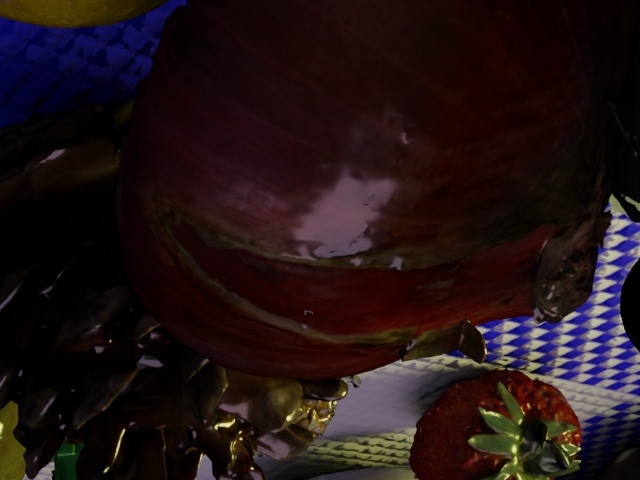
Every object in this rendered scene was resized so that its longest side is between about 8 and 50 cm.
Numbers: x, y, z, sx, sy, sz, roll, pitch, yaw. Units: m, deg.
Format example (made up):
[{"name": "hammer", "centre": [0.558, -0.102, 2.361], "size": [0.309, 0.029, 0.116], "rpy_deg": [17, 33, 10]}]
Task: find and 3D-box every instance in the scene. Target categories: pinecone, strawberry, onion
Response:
[{"name": "pinecone", "centre": [-0.086, 0.034, 0.628], "size": [0.184, 0.204, 0.179], "rpy_deg": [1, 156, -42]}, {"name": "strawberry", "centre": [0.130, 0.154, 1.040], "size": [0.131, 0.148, 0.131], "rpy_deg": [-7, 111, -19]}, {"name": "onion", "centre": [0.032, -0.055, 0.478], "size": [0.161, 0.248, 0.248], "rpy_deg": [23, 147, -3]}]

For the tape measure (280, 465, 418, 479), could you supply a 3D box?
[{"name": "tape measure", "centre": [0.021, 0.259, 1.172], "size": [0.236, 0.120, 0.197], "rpy_deg": [0, 157, -28]}]

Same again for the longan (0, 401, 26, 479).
[{"name": "longan", "centre": [-0.246, 0.111, 0.809], "size": [0.155, 0.176, 0.145], "rpy_deg": [17, 113, 9]}]

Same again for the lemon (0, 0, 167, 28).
[{"name": "lemon", "centre": [-0.088, -0.124, 0.437], "size": [0.133, 0.109, 0.109], "rpy_deg": [-7, 156, -38]}]

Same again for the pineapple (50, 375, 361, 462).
[{"name": "pineapple", "centre": [-0.082, 0.112, 0.899], "size": [0.221, 0.083, 0.103], "rpy_deg": [-12, -169, -3]}]

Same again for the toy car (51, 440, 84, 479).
[{"name": "toy car", "centre": [-0.120, 0.079, 0.752], "size": [0.071, 0.165, 0.062], "rpy_deg": [-4, 139, -10]}]

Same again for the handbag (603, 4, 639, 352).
[{"name": "handbag", "centre": [0.198, -0.086, 0.392], "size": [0.275, 0.088, 0.244], "rpy_deg": [-41, 156, -13]}]

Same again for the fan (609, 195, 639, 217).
[{"name": "fan", "centre": [0.335, -0.064, 0.639], "size": [0.415, 0.012, 0.233], "rpy_deg": [-7, 153, 2]}]

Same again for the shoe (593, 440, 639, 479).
[{"name": "shoe", "centre": [0.256, 0.303, 1.277], "size": [0.237, 0.171, 0.384], "rpy_deg": [-15, 160, 2]}]
